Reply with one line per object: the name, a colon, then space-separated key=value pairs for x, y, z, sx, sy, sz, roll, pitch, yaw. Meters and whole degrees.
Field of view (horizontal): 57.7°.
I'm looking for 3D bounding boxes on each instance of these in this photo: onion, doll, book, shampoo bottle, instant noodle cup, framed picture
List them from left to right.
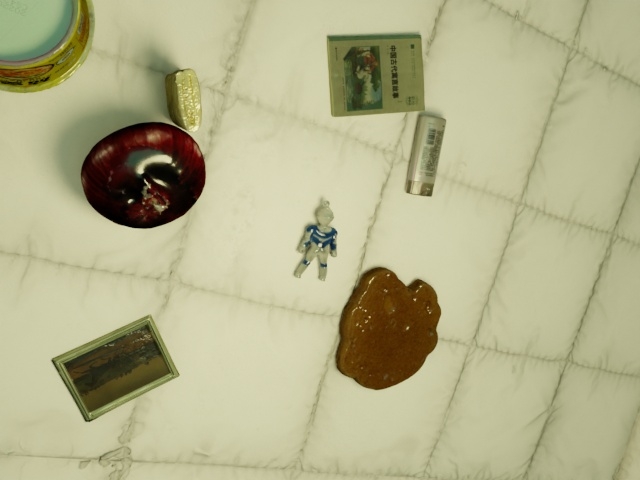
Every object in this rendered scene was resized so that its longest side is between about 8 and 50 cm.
instant noodle cup: x=-0.595 y=-0.449 z=1.107 sx=0.326 sy=0.254 sz=0.325 roll=-5 pitch=103 yaw=-23
framed picture: x=-0.506 y=0.322 z=1.461 sx=0.252 sy=0.014 sz=0.197 roll=-25 pitch=111 yaw=-17
onion: x=-0.377 y=-0.123 z=1.278 sx=0.273 sy=0.285 sz=0.273 roll=-17 pitch=136 yaw=-17
doll: x=0.000 y=0.000 z=1.595 sx=0.114 sy=0.057 sz=0.227 roll=10 pitch=107 yaw=-20
book: x=0.153 y=-0.447 z=1.577 sx=0.283 sy=0.025 sz=0.214 roll=-11 pitch=105 yaw=-20
shampoo bottle: x=0.303 y=-0.242 z=1.674 sx=0.086 sy=0.056 sz=0.227 roll=3 pitch=101 yaw=-27

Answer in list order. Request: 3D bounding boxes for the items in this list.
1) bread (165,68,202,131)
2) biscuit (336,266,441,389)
bread: x=-0.310 y=-0.317 z=1.309 sx=0.060 sy=0.178 sz=0.139 roll=-7 pitch=105 yaw=-19
biscuit: x=0.202 y=0.258 z=1.737 sx=0.359 sy=0.074 sz=0.380 roll=-16 pitch=106 yaw=-22
